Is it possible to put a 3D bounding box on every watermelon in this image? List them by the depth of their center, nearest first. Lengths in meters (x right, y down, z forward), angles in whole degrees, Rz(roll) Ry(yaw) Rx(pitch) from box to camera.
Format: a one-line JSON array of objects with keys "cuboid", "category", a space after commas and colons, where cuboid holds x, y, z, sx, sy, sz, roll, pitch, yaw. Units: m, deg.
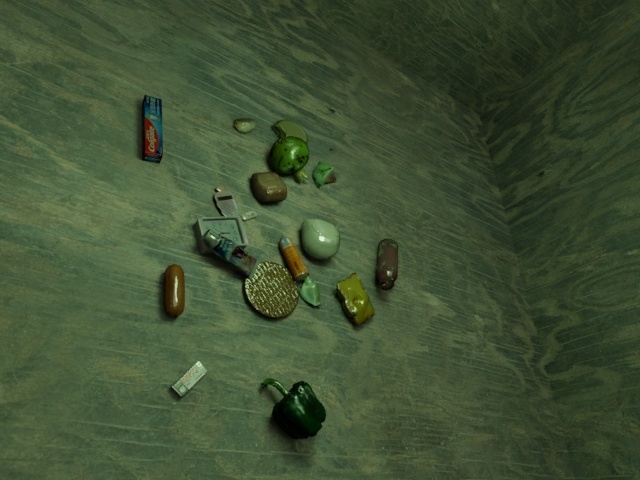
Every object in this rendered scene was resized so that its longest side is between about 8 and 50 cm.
[{"cuboid": [0.033, -0.376, 2.225, 0.098, 0.121, 0.158, 43, 39, 24], "category": "watermelon"}]

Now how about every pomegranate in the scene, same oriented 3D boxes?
[{"cuboid": [-0.148, -0.414, 2.069, 0.263, 0.211, 0.211, 61, 37, -36], "category": "pomegranate"}]

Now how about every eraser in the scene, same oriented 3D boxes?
[{"cuboid": [-0.456, 0.481, 1.407, 0.052, 0.029, 0.122, 49, 48, -1], "category": "eraser"}]

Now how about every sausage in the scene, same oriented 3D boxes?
[{"cuboid": [-0.540, 0.186, 1.497, 0.076, 0.076, 0.197, 8, 61, -32], "category": "sausage"}, {"cuboid": [-0.129, 0.070, 1.845, 0.071, 0.071, 0.234, -6, 58, -38], "category": "sausage"}]

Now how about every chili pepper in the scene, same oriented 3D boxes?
[{"cuboid": [-0.104, 0.603, 1.500, 0.261, 0.165, 0.174, 47, 59, 0], "category": "chili pepper"}]

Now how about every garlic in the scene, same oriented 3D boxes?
[{"cuboid": [-0.376, -0.602, 2.091, 0.152, 0.066, 0.084, -23, 76, -39], "category": "garlic"}]

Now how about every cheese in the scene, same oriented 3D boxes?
[{"cuboid": [0.000, 0.000, 1.936, 0.198, 0.154, 0.189, 17, 37, -22], "category": "cheese"}, {"cuboid": [-0.168, -0.576, 2.210, 0.202, 0.091, 0.175, 43, 48, -4], "category": "cheese"}]

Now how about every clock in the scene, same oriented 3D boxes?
[{"cuboid": [-0.420, -0.027, 1.717, 0.197, 0.063, 0.150, -5, 67, -37], "category": "clock"}]

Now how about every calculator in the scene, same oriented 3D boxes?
[{"cuboid": [-0.427, -0.171, 1.826, 0.103, 0.024, 0.166, -15, 75, -40], "category": "calculator"}]

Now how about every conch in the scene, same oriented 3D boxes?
[{"cuboid": [-0.048, 0.221, 1.831, 0.088, 0.065, 0.180, -16, 78, -41], "category": "conch"}]

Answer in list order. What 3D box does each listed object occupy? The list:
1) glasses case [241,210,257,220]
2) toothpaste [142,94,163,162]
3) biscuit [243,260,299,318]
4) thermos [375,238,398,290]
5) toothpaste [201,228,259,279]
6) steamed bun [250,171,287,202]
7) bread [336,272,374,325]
[{"cuboid": [-0.328, -0.114, 1.862, 0.083, 0.021, 0.032, -24, 81, -42], "category": "glasses case"}, {"cuboid": [-0.736, -0.489, 1.770, 0.076, 0.066, 0.320, 5, 60, -33], "category": "toothpaste"}, {"cuboid": [-0.211, 0.211, 1.740, 0.262, 0.037, 0.262, 17, 55, -26], "category": "biscuit"}, {"cuboid": [0.332, 0.135, 2.090, 0.109, 0.136, 0.330, 58, 26, -28], "category": "thermos"}, {"cuboid": [-0.362, 0.051, 1.650, 0.266, 0.061, 0.096, 40, 52, -27], "category": "toothpaste"}, {"cuboid": [-0.254, -0.252, 1.948, 0.145, 0.106, 0.175, -12, 58, -34], "category": "steamed bun"}, {"cuboid": [0.160, 0.284, 1.930, 0.161, 0.088, 0.233, -22, 80, -36], "category": "bread"}]
